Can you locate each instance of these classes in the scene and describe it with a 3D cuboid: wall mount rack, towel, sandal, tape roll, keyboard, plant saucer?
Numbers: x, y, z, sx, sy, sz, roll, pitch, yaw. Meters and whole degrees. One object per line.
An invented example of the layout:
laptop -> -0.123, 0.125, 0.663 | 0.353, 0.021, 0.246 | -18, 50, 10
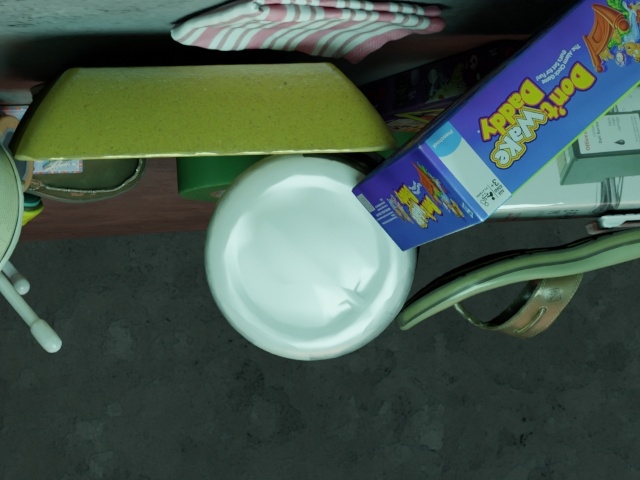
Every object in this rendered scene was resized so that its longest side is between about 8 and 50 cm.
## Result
wall mount rack -> -0.389, 0.099, 1.825 | 0.350, 0.130, 0.304 | -42, -166, -4
towel -> -0.011, -0.181, 1.580 | 0.197, 0.029, 0.144 | -1, 175, -31
sandal -> 0.220, 0.049, 1.819 | 0.303, 0.086, 0.120 | -13, -177, 6
tape roll -> -0.027, -0.101, 2.402 | 0.321, 0.077, 0.321 | -4, 176, 0
keyboard -> 0.316, -0.020, 1.894 | 0.072, 0.014, 0.256 | -8, 178, 4
plant saucer -> -0.121, -0.123, 1.715 | 0.333, 0.081, 0.333 | -2, -175, -11

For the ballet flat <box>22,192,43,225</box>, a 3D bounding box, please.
ballet flat -> -0.390, -0.049, 2.237 | 0.077, 0.077, 0.231 | 12, -164, -26

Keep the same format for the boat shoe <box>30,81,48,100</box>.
boat shoe -> -0.224, -0.138, 1.887 | 0.152, 0.049, 0.056 | 0, 176, -32

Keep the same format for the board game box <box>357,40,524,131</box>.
board game box -> 0.183, -0.158, 1.959 | 0.208, 0.056, 0.347 | 4, 174, -28

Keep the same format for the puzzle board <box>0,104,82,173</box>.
puzzle board -> -0.329, -0.110, 2.048 | 0.128, 0.011, 0.096 | -3, 133, -10

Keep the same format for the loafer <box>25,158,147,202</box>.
loafer -> -0.317, -0.095, 2.127 | 0.251, 0.094, 0.087 | 1, 175, -23

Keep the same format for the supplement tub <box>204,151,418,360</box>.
supplement tub -> 0.000, 0.000, 1.901 | 0.207, 0.207, 0.338 | -3, -175, 5

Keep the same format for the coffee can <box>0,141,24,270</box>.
coffee can -> -0.395, -0.054, 1.643 | 0.202, 0.201, 0.275 | -3, 169, 5

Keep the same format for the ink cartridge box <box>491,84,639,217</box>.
ink cartridge box -> 0.298, -0.087, 1.853 | 0.289, 0.121, 0.211 | -3, 177, 3

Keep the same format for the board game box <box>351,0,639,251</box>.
board game box -> 0.160, -0.105, 1.562 | 0.233, 0.078, 0.347 | -41, -178, -8

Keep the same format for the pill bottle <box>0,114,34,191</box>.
pill bottle -> -0.434, -0.080, 1.984 | 0.246, 0.130, 0.130 | -4, 176, 20
